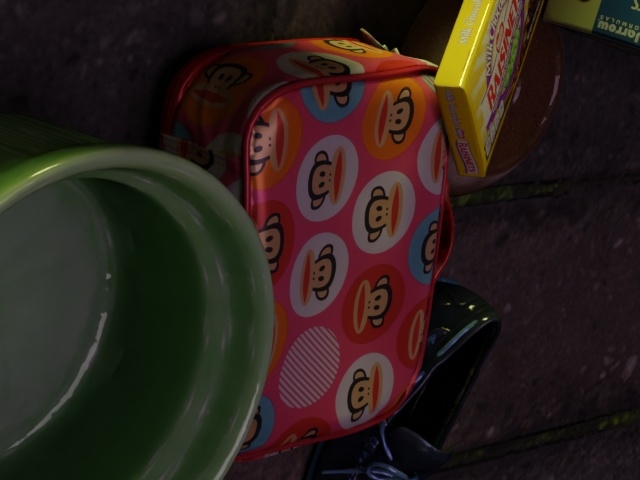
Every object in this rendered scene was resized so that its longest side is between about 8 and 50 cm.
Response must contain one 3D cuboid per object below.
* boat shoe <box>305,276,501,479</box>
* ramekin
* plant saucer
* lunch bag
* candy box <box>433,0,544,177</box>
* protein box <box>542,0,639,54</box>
[{"bbox_3d":[0.063,0.156,1.517,0.109,0.089,0.258,16,97,-48],"label":"boat shoe"},{"bbox_3d":[-0.189,0.066,1.170,0.303,0.148,0.303,-22,123,-38],"label":"ramekin"},{"bbox_3d":[0.137,-0.125,1.504,0.198,0.036,0.199,-21,122,-38],"label":"plant saucer"},{"bbox_3d":[0.000,0.000,1.358,0.258,0.120,0.293,-11,115,-43],"label":"lunch bag"},{"bbox_3d":[0.131,-0.158,1.387,0.105,0.027,0.206,66,38,-50],"label":"candy box"},{"bbox_3d":[0.303,-0.240,1.513,0.201,0.136,0.200,4,106,-62],"label":"protein box"}]
